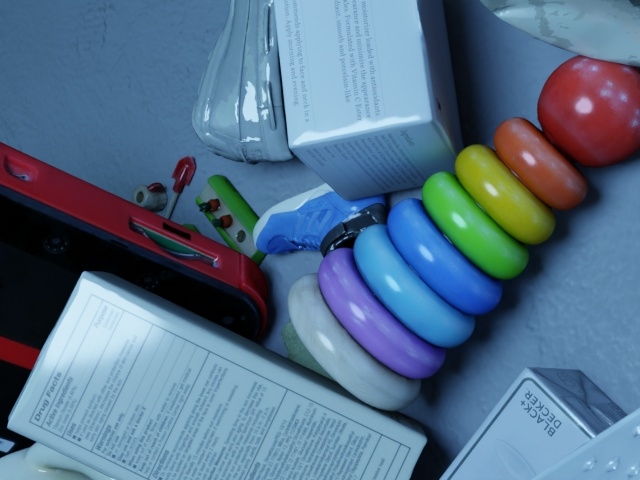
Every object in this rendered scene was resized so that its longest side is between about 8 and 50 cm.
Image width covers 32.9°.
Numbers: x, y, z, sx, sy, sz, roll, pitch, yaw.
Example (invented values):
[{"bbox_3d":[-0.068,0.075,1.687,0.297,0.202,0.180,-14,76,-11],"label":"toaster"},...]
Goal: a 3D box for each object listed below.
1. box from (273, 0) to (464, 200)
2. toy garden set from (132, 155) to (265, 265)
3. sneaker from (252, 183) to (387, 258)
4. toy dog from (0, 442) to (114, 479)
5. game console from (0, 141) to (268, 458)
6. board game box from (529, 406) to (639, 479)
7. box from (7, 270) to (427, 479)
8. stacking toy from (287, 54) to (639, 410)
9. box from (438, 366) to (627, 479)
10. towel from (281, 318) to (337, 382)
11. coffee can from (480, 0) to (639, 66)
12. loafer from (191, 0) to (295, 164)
[{"bbox_3d":[0.044,-0.147,0.911,0.119,0.182,0.180,-10,76,14],"label":"box"},{"bbox_3d":[-0.180,0.025,1.182,0.204,0.049,0.244,50,115,33],"label":"toy garden set"},{"bbox_3d":[-0.001,0.000,1.027,0.152,0.058,0.084,-26,59,28],"label":"sneaker"},{"bbox_3d":[-0.204,0.416,1.020,0.395,0.285,0.408,-49,61,21],"label":"toy dog"},{"bbox_3d":[-0.278,0.087,1.048,0.342,0.387,0.060,-47,34,27],"label":"game console"},{"bbox_3d":[0.065,0.312,0.638,0.050,0.390,0.390,44,118,-7],"label":"board game box"},{"bbox_3d":[-0.082,0.154,0.913,0.311,0.121,0.148,27,89,1],"label":"box"},{"bbox_3d":[0.130,-0.016,0.863,0.330,0.141,0.141,-45,58,15],"label":"stacking toy"},{"bbox_3d":[0.152,0.259,0.842,0.169,0.087,0.290,45,112,35],"label":"box"},{"bbox_3d":[0.030,0.102,1.007,0.148,0.027,0.110,-29,67,32],"label":"towel"},{"bbox_3d":[0.232,-0.282,0.730,0.202,0.201,0.275,10,80,41],"label":"coffee can"},{"bbox_3d":[-0.034,-0.230,1.066,0.112,0.112,0.319,12,90,21],"label":"loafer"}]
